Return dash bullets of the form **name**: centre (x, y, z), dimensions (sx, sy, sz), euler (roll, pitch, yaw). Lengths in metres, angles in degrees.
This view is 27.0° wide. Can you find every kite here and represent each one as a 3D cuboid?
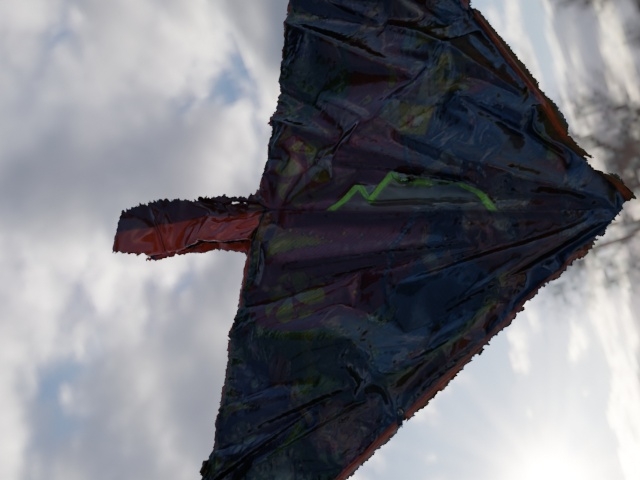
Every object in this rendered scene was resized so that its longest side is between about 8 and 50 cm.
- **kite**: centre (0.000, 0.000, 0.360), dimensions (0.009, 0.189, 0.232), euler (18, -103, -43)
